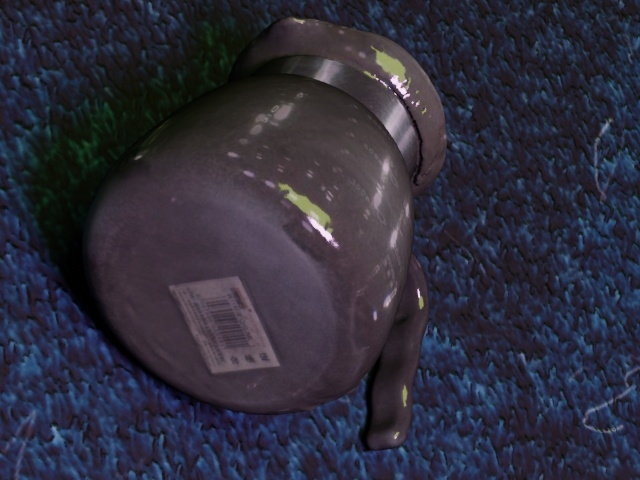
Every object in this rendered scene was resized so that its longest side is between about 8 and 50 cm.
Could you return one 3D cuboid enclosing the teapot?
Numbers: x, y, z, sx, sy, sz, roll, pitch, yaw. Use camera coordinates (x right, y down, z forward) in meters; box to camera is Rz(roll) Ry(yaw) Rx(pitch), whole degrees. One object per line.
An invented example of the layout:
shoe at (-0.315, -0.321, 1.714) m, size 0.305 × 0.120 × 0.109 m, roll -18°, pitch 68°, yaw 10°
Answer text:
teapot at (0.010, -0.015, 1.410) m, size 0.305 × 0.223 × 0.285 m, roll 40°, pitch 42°, yaw -9°
